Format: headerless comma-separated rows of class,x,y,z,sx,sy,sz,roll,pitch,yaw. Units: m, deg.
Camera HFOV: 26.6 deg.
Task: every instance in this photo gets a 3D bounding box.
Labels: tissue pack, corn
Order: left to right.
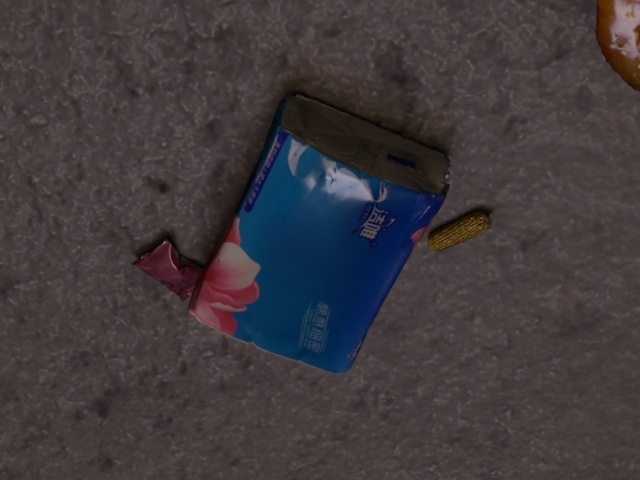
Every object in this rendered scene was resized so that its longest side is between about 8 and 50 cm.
tissue pack,0.000,0.000,1.491,0.209,0.137,0.270,22,119,-11
corn,0.160,-0.011,1.537,0.083,0.028,0.027,-26,95,17

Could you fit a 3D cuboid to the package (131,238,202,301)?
package,-0.172,0.034,1.585,0.059,0.029,0.083,-34,122,25

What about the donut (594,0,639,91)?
donut,0.394,-0.247,1.334,0.253,0.118,0.253,0,121,0
